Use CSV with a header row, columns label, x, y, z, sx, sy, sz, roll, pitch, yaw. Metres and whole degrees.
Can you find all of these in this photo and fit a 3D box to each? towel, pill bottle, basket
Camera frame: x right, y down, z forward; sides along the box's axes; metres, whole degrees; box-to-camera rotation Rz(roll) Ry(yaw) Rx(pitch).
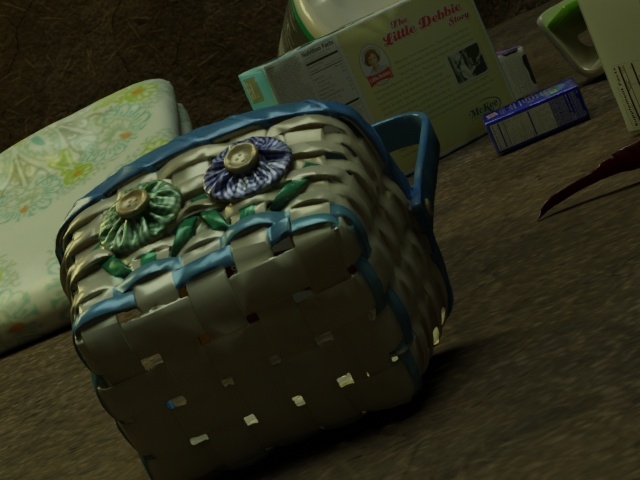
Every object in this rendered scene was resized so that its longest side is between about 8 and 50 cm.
label,x,y,z,sx,sy,sz,roll,pitch,yaw
towel,-0.298,-0.030,2.264,0.321,0.090,0.374,-26,34,9
pill bottle,0.047,-0.271,2.582,0.204,0.204,0.361,-25,-15,-13
basket,-0.037,0.013,1.220,0.255,0.201,0.289,-23,17,9

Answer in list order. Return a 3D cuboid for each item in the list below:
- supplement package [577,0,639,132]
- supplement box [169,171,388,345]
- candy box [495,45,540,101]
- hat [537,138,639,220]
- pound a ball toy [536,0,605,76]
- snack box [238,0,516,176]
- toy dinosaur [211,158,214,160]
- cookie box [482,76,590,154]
label,x,y,z,sx,sy,sz,roll,pitch,yaw
supplement package,0.381,-0.210,1.703,0.194,0.149,0.203,-28,10,-28
supplement box,-0.043,0.007,1.561,0.191,0.129,0.194,-25,8,-10
candy box,0.159,-0.179,2.448,0.196,0.070,0.165,-25,8,-15
hat,0.320,-0.087,1.516,0.208,0.183,0.173,25,38,19
pound a ball toy,0.411,-0.292,2.374,0.319,0.135,0.208,-30,-15,-41
snack box,0.075,-0.169,2.193,0.322,0.187,0.060,-28,9,-33
toy dinosaur,-0.134,-0.088,2.475,0.218,0.164,0.322,-9,-18,-16
cookie box,0.231,-0.134,2.034,0.107,0.040,0.092,-22,8,7
